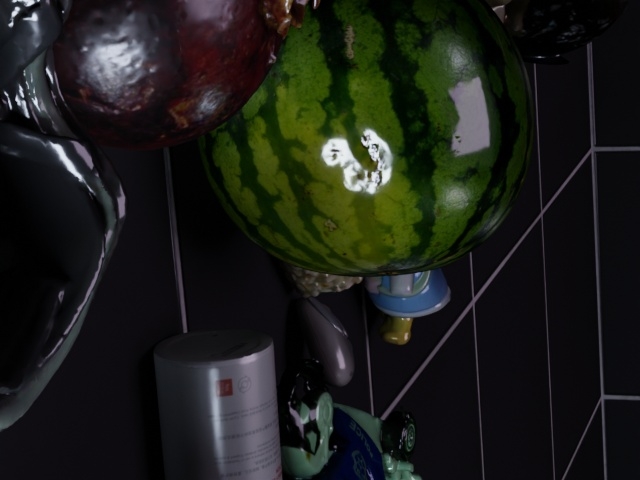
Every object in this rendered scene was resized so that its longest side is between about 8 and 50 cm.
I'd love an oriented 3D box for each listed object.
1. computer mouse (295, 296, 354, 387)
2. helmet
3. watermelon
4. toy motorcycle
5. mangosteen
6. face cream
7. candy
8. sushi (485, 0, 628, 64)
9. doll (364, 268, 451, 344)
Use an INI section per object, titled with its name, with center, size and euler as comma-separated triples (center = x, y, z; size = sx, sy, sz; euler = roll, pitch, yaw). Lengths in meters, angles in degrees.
[computer mouse]
center = 0.008, 0.097, 1.740
size = 0.066, 0.039, 0.096
euler = 48, 23, -72
[helmet]
center = -0.231, -0.050, 0.848
size = 0.225, 0.177, 0.305
euler = -51, 133, -50
[watermelon]
center = 0.039, -0.102, 1.487
size = 0.285, 0.285, 0.285
euler = 0, 90, -72
[toy motorcycle]
center = 0.019, 0.245, 1.713
size = 0.331, 0.125, 0.196
euler = 50, 45, -58
[mangosteen]
center = -0.084, -0.173, 1.150
size = 0.235, 0.261, 0.235
euler = -1, 90, -73
[face cream]
center = -0.079, 0.185, 1.437
size = 0.096, 0.096, 0.214
euler = -38, 126, -67
[candy]
center = 0.000, 0.000, 1.714
size = 0.095, 0.085, 0.110
euler = -83, 151, -46
[sushi]
center = 0.157, -0.355, 1.909
size = 0.328, 0.285, 0.327
euler = -133, -145, -57
[doll]
center = 0.088, -0.006, 1.940
size = 0.135, 0.099, 0.241
euler = -36, 126, -40
